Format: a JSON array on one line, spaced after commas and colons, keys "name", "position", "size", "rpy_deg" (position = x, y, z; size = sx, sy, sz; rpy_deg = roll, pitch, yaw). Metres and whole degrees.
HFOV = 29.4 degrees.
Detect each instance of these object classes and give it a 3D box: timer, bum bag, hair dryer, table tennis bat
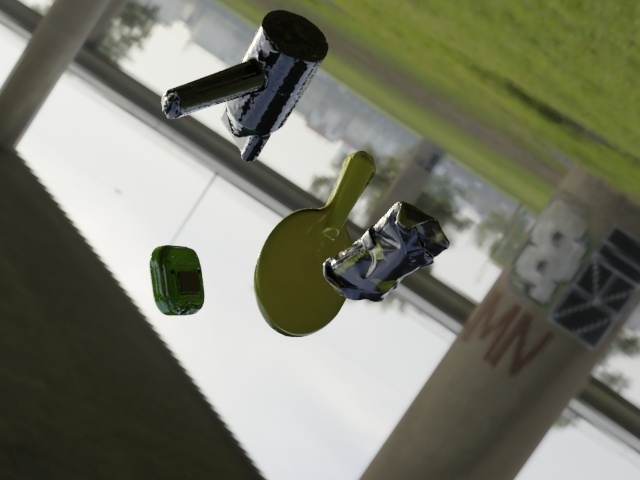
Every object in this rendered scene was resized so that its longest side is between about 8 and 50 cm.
[{"name": "timer", "position": [-0.257, 0.072, 2.202], "size": [0.047, 0.128, 0.140], "rpy_deg": [-11, 173, 24]}, {"name": "bum bag", "position": [0.092, 0.024, 1.756], "size": [0.107, 0.232, 0.060], "rpy_deg": [36, -132, -12]}, {"name": "hair dryer", "position": [-0.149, -0.214, 1.890], "size": [0.302, 0.244, 0.116], "rpy_deg": [-24, -114, -44]}, {"name": "table tennis bat", "position": [0.000, 0.000, 2.203], "size": [0.054, 0.368, 0.224], "rpy_deg": [13, 162, 49]}]
